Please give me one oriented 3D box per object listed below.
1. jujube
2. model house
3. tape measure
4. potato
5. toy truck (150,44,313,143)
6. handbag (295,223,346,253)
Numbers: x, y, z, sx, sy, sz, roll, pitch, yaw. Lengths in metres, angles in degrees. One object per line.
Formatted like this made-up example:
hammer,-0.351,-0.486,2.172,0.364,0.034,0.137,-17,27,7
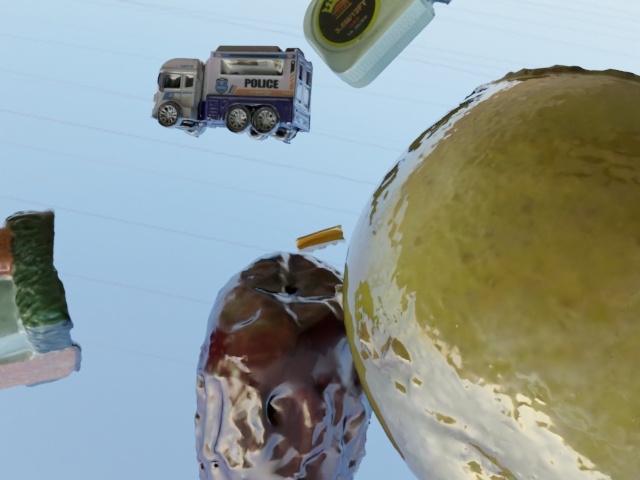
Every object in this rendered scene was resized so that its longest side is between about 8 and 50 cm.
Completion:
jujube,-0.042,0.205,0.752,0.258,0.377,0.258,-2,-173,0
model house,-0.461,0.106,0.708,0.291,0.253,0.184,-18,-108,-31
tape measure,0.091,-0.425,1.061,0.115,0.235,0.207,17,-145,-56
potato,0.202,0.109,0.472,0.442,0.385,0.319,37,-119,16
toy truck,-0.155,-0.260,0.997,0.268,0.155,0.124,6,-176,13
handbag,0.000,0.000,0.950,0.083,0.061,0.027,-17,-98,1
